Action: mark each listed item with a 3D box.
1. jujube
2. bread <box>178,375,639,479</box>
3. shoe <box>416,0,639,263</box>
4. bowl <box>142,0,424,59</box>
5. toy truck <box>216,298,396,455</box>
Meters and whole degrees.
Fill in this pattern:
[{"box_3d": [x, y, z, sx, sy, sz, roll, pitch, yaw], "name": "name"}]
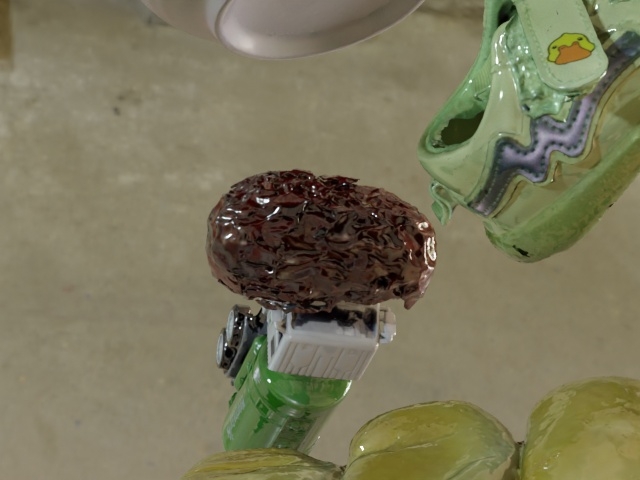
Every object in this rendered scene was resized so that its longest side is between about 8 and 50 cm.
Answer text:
[{"box_3d": [0.000, -0.004, 0.895, 0.166, 0.104, 0.104, 1, 43, 1], "name": "jujube"}, {"box_3d": [0.081, 0.213, 0.594, 0.341, 0.300, 0.210, -19, 9, 8], "name": "bread"}, {"box_3d": [0.154, -0.097, 0.702, 0.128, 0.262, 0.140, 16, 34, -24], "name": "shoe"}, {"box_3d": [-0.015, -0.222, 0.859, 0.287, 0.287, 0.143, -8, 72, -24], "name": "bowl"}, {"box_3d": [-0.022, 0.101, 1.037, 0.101, 0.242, 0.125, 8, 54, -13], "name": "toy truck"}]
